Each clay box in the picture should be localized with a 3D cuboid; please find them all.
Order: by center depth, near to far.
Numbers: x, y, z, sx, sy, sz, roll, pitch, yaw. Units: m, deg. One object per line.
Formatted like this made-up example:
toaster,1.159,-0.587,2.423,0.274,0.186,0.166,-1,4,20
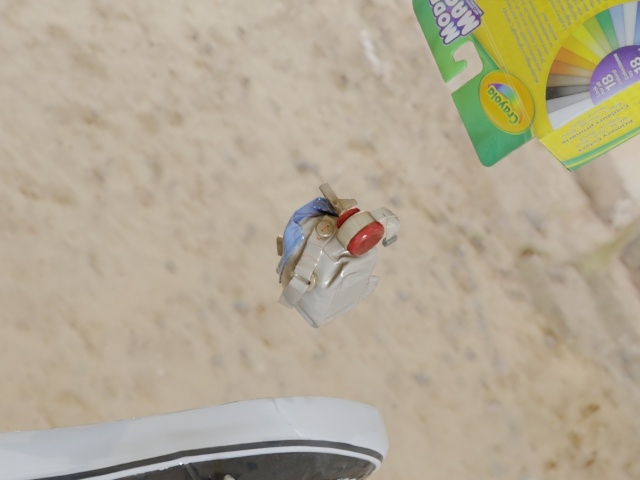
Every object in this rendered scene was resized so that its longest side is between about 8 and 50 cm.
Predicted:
clay box,0.163,-0.130,0.808,0.053,0.222,0.127,33,32,-53

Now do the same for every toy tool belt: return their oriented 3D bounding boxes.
toy tool belt,0.000,0.000,0.737,0.052,0.083,0.051,-30,68,-26

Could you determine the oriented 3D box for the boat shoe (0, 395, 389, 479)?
boat shoe,-0.082,0.147,0.836,0.306,0.113,0.105,0,67,-43
